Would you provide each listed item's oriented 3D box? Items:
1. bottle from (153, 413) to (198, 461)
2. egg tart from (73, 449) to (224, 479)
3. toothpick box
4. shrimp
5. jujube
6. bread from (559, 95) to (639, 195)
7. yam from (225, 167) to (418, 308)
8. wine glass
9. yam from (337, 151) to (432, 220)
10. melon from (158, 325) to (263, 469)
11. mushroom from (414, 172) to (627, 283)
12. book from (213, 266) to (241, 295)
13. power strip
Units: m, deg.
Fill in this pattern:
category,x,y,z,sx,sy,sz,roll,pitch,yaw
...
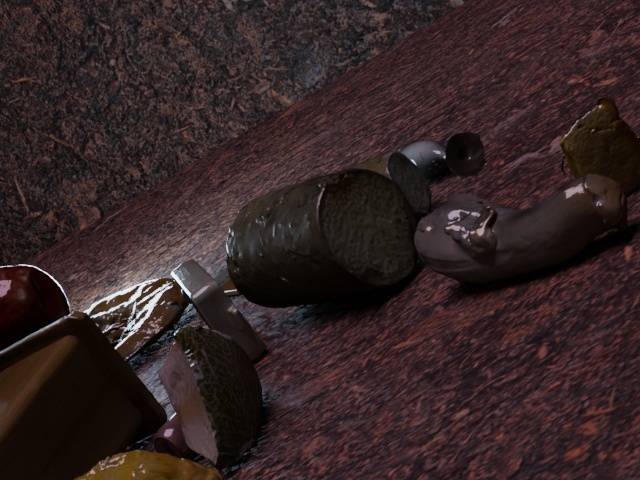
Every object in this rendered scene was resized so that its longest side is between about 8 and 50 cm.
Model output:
category,x,y,z,sx,sy,sz,roll,pitch,yaw
bottle,-0.129,0.197,1.810,0.053,0.053,0.140,-20,19,50
egg tart,-0.210,0.286,1.597,0.252,0.098,0.232,-27,17,15
toothpick box,-0.350,0.259,1.879,0.190,0.187,0.308,-26,18,31
shrimp,-0.391,0.198,2.493,0.445,0.085,0.272,-28,19,14
jujube,-0.482,0.134,2.381,0.236,0.168,0.168,-33,10,32
bread,0.294,-0.095,1.700,0.084,0.109,0.080,-39,15,-3
yam,0.000,0.000,1.978,0.161,0.161,0.268,-40,13,-27
wine glass,0.164,-0.114,2.241,0.066,0.066,0.198,-38,11,-16
yam,0.062,-0.052,2.154,0.194,0.107,0.107,-22,17,44
melon,-0.129,0.156,1.720,0.093,0.139,0.202,-22,27,10
mushroom,0.203,-0.008,1.653,0.278,0.099,0.096,-12,39,52
book,-0.123,0.052,2.473,0.118,0.012,0.172,-41,13,-26
power strip,-0.137,0.091,2.090,0.046,0.118,0.270,-38,12,-5
